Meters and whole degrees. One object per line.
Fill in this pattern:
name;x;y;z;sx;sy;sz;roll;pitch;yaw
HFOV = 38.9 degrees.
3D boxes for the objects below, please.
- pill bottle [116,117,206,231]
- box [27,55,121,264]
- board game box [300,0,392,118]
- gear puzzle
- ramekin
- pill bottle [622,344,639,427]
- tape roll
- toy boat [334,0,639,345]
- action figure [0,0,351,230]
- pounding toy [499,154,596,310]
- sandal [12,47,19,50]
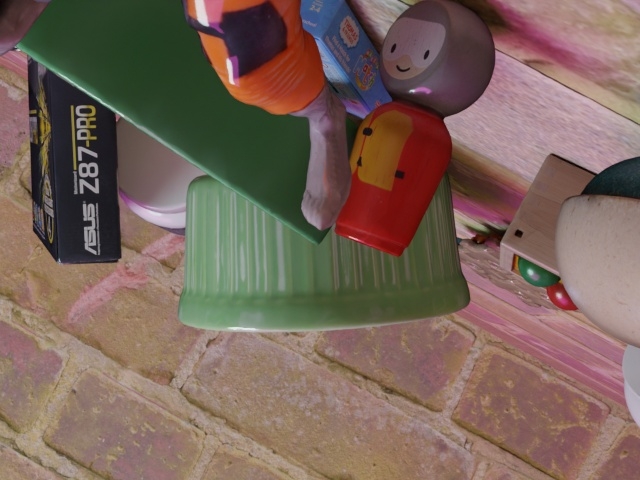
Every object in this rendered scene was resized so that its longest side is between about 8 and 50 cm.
pill bottle;-0.228;-0.115;1.497;0.204;0.204;0.361;29;177;2
box;-0.372;-0.148;1.340;0.097;0.318;0.395;-1;-171;-22
board game box;-0.050;-0.170;0.718;0.211;0.039;0.160;26;175;25
gear puzzle;0.268;0.030;1.090;0.175;0.044;0.339;31;173;-9
ramekin;0.000;0.000;0.943;0.303;0.148;0.303;-3;-178;0
pill bottle;0.424;0.172;0.972;0.264;0.146;0.146;32;175;-40
tape roll;-0.114;-0.115;0.611;0.321;0.077;0.321;34;-179;-1
toy boat;0.169;-0.022;0.503;0.318;0.148;0.267;21;180;8
action figure;-0.065;-0.137;0.323;0.341;0.178;0.330;-11;142;43
pounding toy;0.258;0.034;0.759;0.206;0.094;0.181;28;176;14
sandal;-0.347;-0.255;0.837;0.446;0.107;0.167;-2;139;34
